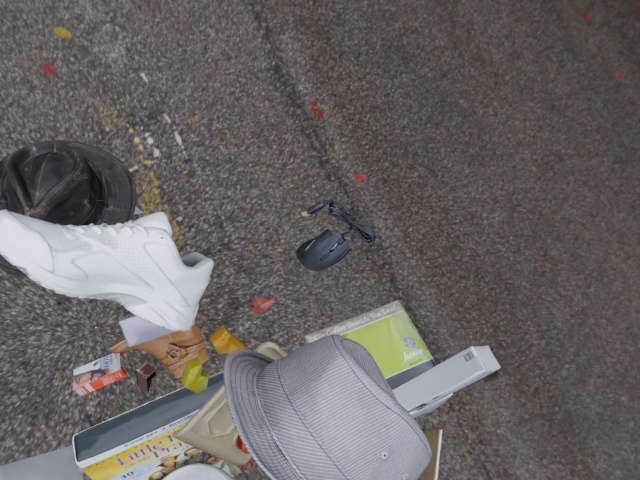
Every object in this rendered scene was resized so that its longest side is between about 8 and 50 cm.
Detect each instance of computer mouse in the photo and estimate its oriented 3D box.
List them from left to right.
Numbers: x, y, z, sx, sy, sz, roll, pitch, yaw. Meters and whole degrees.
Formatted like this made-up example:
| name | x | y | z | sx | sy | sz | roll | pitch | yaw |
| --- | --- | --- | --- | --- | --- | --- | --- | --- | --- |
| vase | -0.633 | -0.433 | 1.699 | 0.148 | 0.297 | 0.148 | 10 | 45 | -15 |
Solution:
| name | x | y | z | sx | sy | sz | roll | pitch | yaw |
| --- | --- | --- | --- | --- | --- | --- | --- | --- | --- |
| computer mouse | 0.000 | 0.000 | 1.177 | 0.184 | 0.261 | 0.060 | 43 | 42 | -24 |

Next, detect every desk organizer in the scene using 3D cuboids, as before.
| name | x | y | z | sx | sy | sz | roll | pitch | yaw |
| --- | --- | --- | --- | --- | --- | --- | --- | --- | --- |
| desk organizer | -0.594 | 0.469 | 1.517 | 0.050 | 0.130 | 0.047 | 35 | 48 | 14 |

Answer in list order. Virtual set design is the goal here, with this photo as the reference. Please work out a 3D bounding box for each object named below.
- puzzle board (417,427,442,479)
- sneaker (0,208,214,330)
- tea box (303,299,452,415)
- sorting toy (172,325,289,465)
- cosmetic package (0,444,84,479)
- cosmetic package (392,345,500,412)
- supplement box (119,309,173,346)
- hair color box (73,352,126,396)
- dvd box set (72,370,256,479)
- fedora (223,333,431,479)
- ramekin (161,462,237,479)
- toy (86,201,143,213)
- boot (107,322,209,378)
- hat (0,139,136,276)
| name | x | y | z | sx | sy | sz | roll | pitch | yaw |
| --- | --- | --- | --- | --- | --- | --- | --- | --- | --- |
| puzzle board | 0.182 | 0.391 | 0.760 | 0.011 | 0.096 | 0.128 | 15 | 67 | -3 |
| sneaker | -0.218 | 0.009 | 0.476 | 0.232 | 0.090 | 0.115 | 32 | 83 | -41 |
| tea box | 0.152 | 0.409 | 1.348 | 0.328 | 0.220 | 0.324 | -17 | 60 | -17 |
| sorting toy | -0.139 | 0.284 | 0.783 | 0.229 | 0.041 | 0.307 | -43 | 136 | -10 |
| cosmetic package | -0.689 | 0.584 | 1.033 | 0.237 | 0.107 | 0.127 | 3 | 49 | -41 |
| cosmetic package | 0.276 | 0.318 | 1.001 | 0.098 | 0.239 | 0.061 | 11 | 46 | -50 |
| supplement box | -0.428 | 0.183 | 1.163 | 0.130 | 0.239 | 0.073 | -18 | 102 | -10 |
| hair color box | -0.790 | 0.475 | 1.590 | 0.167 | 0.093 | 0.054 | -24 | 132 | -11 |
| dvd box set | -0.303 | 0.465 | 0.971 | 0.307 | 0.421 | 0.062 | -19 | 49 | -21 |
| fedora | 0.029 | 0.199 | 0.504 | 0.124 | 0.244 | 0.275 | -40 | 109 | 1 |
| ramekin | -0.231 | 0.597 | 0.878 | 0.273 | 0.272 | 0.127 | -65 | 147 | -21 |
| toy | -0.628 | -0.121 | 1.242 | 0.137 | 0.237 | 0.056 | 50 | 40 | -57 |
| boot | -0.533 | 0.366 | 1.485 | 0.283 | 0.109 | 0.220 | -27 | 107 | -17 |
| hat | -0.533 | -0.097 | 0.884 | 0.330 | 0.134 | 0.332 | 7 | 63 | -15 |
